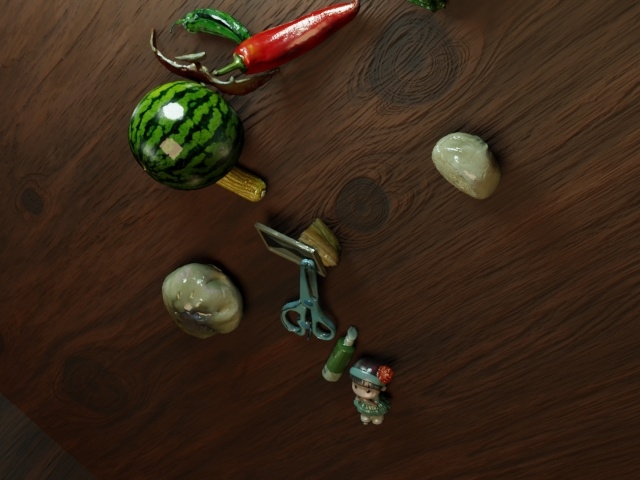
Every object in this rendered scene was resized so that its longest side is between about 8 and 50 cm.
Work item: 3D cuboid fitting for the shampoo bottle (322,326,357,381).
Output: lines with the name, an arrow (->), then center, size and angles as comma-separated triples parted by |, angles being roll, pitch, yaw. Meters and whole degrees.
shampoo bottle -> 0.065, 0.348, 2.320 | 0.065, 0.065, 0.204 | 27, 130, 4

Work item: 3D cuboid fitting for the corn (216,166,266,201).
corn -> -0.244, -0.172, 2.096 | 0.203, 0.072, 0.072 | 27, 129, 6

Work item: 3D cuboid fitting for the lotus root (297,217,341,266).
lotus root -> 0.001, 0.004, 2.086 | 0.135, 0.095, 0.159 | 41, 166, -9

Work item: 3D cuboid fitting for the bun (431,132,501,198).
bun -> 0.354, -0.187, 1.796 | 0.113, 0.166, 0.173 | -47, 109, -5

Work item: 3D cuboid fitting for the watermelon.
watermelon -> -0.345, -0.268, 1.938 | 0.285, 0.285, 0.285 | 11, 126, 16

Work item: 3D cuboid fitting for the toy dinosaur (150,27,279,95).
toy dinosaur -> -0.294, -0.451, 1.908 | 0.327, 0.112, 0.207 | 17, 168, 37

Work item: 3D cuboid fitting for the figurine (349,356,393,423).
figurine -> 0.163, 0.464, 2.331 | 0.138, 0.110, 0.245 | 6, 129, 18

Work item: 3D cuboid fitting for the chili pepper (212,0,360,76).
chili pepper -> -0.079, -0.474, 1.769 | 0.369, 0.137, 0.091 | -27, 90, 9

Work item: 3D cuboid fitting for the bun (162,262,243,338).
bun -> -0.376, 0.197, 2.344 | 0.273, 0.168, 0.272 | 13, 134, 14

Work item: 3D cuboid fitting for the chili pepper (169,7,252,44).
chili pepper -> -0.250, -0.520, 1.867 | 0.279, 0.065, 0.122 | 25, 149, 13

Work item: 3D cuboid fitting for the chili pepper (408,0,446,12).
chili pepper -> 0.183, -0.574, 1.645 | 0.224, 0.061, 0.098 | 28, 140, -1

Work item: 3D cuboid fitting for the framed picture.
framed picture -> -0.082, 0.026, 2.117 | 0.203, 0.015, 0.150 | 25, 160, 25

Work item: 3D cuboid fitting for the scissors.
scissors -> -0.038, 0.175, 2.210 | 0.180, 0.032, 0.392 | 15, 143, 13
